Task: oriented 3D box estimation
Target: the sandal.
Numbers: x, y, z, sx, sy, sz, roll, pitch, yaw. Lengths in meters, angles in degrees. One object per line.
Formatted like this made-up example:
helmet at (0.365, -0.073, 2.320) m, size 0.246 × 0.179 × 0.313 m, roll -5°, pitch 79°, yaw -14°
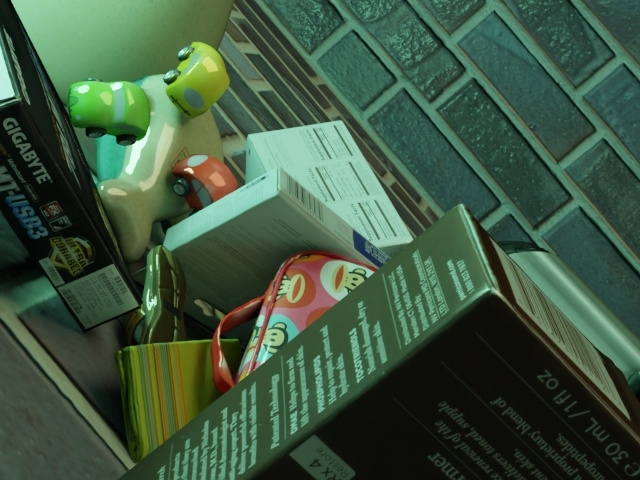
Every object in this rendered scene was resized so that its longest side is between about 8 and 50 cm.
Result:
sandal at (-0.171, 0.086, 1.046) m, size 0.072 × 0.049 × 0.180 m, roll 54°, pitch 25°, yaw -48°

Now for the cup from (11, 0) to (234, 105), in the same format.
cup at (-0.258, -0.335, 1.444) m, size 0.331 × 0.237 × 0.331 m, roll 44°, pitch 21°, yaw -22°

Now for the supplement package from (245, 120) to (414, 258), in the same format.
supplement package at (0.000, 0.000, 1.417) m, size 0.262 × 0.145 × 0.204 m, roll -116°, pitch -157°, yaw -43°

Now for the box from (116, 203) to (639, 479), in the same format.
box at (0.023, 0.175, 0.744) m, size 0.191 × 0.381 × 0.143 m, roll 43°, pitch 18°, yaw -20°

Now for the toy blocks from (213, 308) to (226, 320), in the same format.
toy blocks at (-0.079, 0.029, 1.282) m, size 0.123 × 0.148 × 0.054 m, roll 55°, pitch 16°, yaw 23°

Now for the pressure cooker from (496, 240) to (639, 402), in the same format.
pressure cooker at (0.272, 0.250, 1.258) m, size 0.420 × 0.375 × 0.370 m, roll 53°, pitch -2°, yaw 35°

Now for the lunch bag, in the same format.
lunch bag at (0.010, 0.150, 1.038) m, size 0.258 × 0.120 × 0.293 m, roll 21°, pitch 46°, yaw -1°

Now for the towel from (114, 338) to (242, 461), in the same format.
towel at (-0.129, 0.150, 1.018) m, size 0.237 × 0.021 × 0.102 m, roll 10°, pitch 73°, yaw -70°

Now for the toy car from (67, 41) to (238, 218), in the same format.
toy car at (-0.174, -0.131, 1.141) m, size 0.225 × 0.053 × 0.239 m, roll 9°, pitch 71°, yaw -49°

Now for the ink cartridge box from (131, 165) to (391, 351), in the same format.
ink cartridge box at (-0.061, 0.034, 1.169) m, size 0.223 × 0.224 × 0.045 m, roll 39°, pitch 36°, yaw -38°

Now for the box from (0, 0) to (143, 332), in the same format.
box at (-0.277, -0.108, 0.963) m, size 0.293 × 0.073 × 0.295 m, roll 76°, pitch -11°, yaw -51°

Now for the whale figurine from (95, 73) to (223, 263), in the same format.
whale figurine at (-0.219, -0.085, 1.238) m, size 0.272 × 0.141 × 0.216 m, roll -68°, pitch 147°, yaw -50°
